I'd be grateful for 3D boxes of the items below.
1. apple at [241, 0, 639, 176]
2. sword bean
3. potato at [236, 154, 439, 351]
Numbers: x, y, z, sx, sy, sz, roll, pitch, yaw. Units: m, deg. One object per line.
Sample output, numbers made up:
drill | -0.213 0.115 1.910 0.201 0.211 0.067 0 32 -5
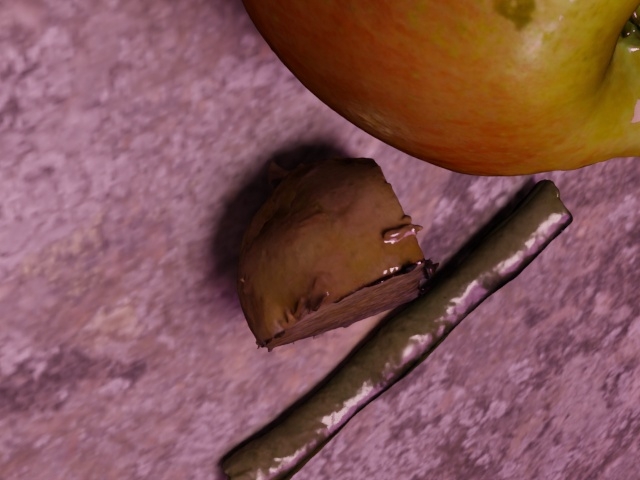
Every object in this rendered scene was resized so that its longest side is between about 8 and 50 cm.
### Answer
apple | 0.088 -0.136 0.605 0.246 0.226 0.246 -24 138 -24
sword bean | 0.048 0.063 0.895 0.269 0.038 0.043 -41 148 -6
potato | 0.000 0.000 0.778 0.101 0.089 0.172 -25 174 3
